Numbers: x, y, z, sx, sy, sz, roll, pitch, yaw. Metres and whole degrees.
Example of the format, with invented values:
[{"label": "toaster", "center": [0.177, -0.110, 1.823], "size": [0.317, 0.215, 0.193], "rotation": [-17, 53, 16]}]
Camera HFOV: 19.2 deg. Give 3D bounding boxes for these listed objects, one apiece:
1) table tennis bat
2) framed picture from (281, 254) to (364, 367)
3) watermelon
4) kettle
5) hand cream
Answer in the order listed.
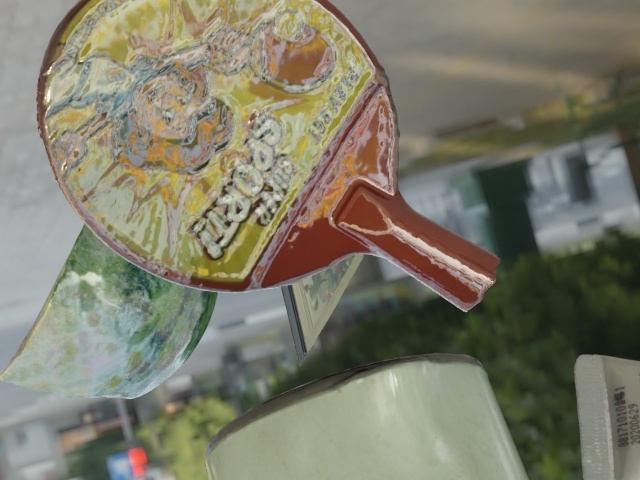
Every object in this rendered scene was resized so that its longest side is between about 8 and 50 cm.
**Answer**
[{"label": "table tennis bat", "center": [-0.036, -0.066, 1.549], "size": [0.268, 0.414, 0.051], "rotation": [-58, -169, 5]}, {"label": "framed picture", "center": [0.000, 0.000, 1.967], "size": [0.010, 0.195, 0.199], "rotation": [6, -140, 23]}, {"label": "watermelon", "center": [-0.223, 0.063, 2.069], "size": [0.176, 0.260, 0.256], "rotation": [-8, 135, 26]}, {"label": "kettle", "center": [0.059, 0.308, 1.385], "size": [0.250, 0.377, 0.361], "rotation": [-12, 161, -17]}, {"label": "hand cream", "center": [0.372, 0.166, 1.594], "size": [0.314, 0.140, 0.089], "rotation": [7, 143, -4]}]
